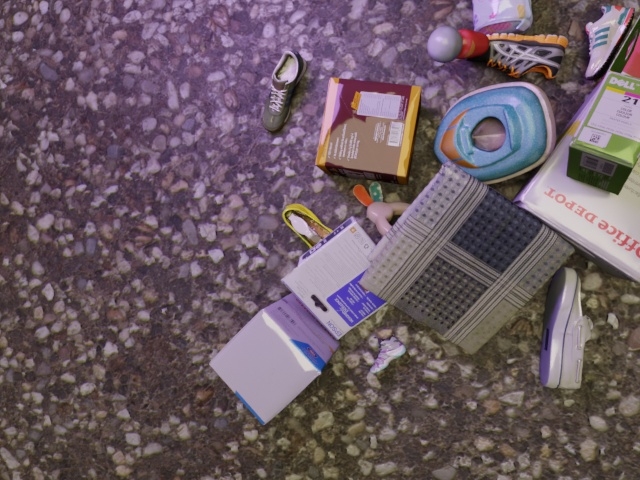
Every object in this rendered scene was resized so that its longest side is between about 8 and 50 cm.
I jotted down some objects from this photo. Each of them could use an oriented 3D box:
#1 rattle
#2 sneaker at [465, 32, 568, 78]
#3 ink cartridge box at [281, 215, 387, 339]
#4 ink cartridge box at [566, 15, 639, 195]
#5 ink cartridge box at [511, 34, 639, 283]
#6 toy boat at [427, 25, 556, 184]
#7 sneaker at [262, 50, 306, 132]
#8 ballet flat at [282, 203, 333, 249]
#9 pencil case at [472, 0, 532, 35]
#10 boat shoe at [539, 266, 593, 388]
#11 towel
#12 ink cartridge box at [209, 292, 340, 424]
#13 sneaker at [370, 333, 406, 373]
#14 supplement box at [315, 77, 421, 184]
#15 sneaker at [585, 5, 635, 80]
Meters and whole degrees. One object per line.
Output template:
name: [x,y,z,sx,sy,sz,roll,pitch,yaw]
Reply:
rattle: [0.155,-0.028,1.129,0.200,0.142,0.130,29,63,25]
sneaker: [0.407,-0.389,1.053,0.215,0.084,0.083,5,100,13]
ink cartridge box: [0.054,0.087,1.101,0.208,0.045,0.206,-38,109,7]
ink cartridge box: [0.507,-0.225,0.806,0.097,0.189,0.255,29,95,26]
ink cartridge box: [0.604,-0.149,0.969,0.279,0.160,0.384,36,96,11]
toy boat: [0.306,-0.267,0.986,0.267,0.148,0.318,-15,91,55]
sneaker: [-0.095,-0.351,1.150,0.064,0.086,0.192,25,95,10]
ballet flat: [0.000,0.000,1.136,0.231,0.077,0.077,41,99,8]
pencil case: [0.382,-0.565,1.038,0.124,0.113,0.273,1,91,34]
boat shoe: [0.518,0.183,1.031,0.084,0.095,0.258,5,102,8]
towel: [0.282,0.047,1.007,0.312,0.056,0.324,32,115,-6]
ink cartridge box: [-0.087,0.244,1.075,0.171,0.233,0.168,45,100,8]
sneaker: [0.138,0.252,1.130,0.098,0.038,0.069,-38,81,0]
supplement box: [0.108,-0.234,1.086,0.194,0.129,0.191,10,91,11]
sneaker: [0.582,-0.414,1.035,0.075,0.057,0.161,31,98,27]
